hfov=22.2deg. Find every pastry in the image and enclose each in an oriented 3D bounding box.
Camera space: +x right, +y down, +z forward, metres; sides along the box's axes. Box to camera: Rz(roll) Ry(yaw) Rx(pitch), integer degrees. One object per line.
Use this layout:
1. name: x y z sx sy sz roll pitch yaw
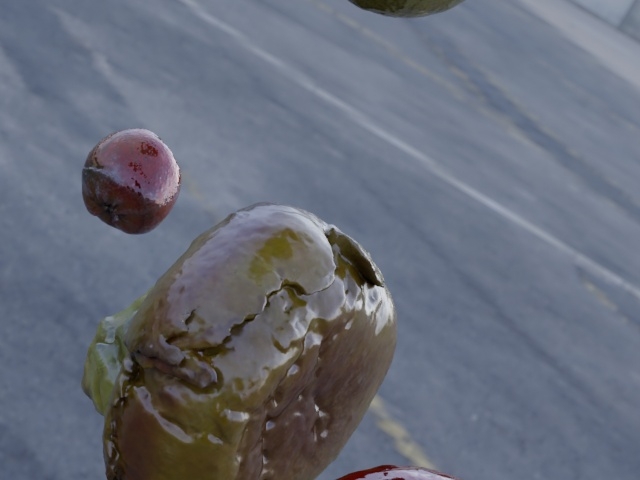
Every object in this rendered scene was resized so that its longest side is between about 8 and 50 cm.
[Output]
1. pastry: -0.061 0.126 1.512 0.164 0.356 0.356 25 10 24

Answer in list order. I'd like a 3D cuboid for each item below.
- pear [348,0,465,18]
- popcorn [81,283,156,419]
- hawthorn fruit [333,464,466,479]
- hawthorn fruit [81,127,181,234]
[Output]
1. pear: 0.079 -0.309 1.346 0.188 0.211 0.228 -1 50 -15
2. popcorn: -0.128 0.129 1.859 0.215 0.286 0.252 52 -2 -37
3. hawthorn fruit: 0.059 0.275 1.073 0.287 0.330 0.287 13 54 -19
4. hawthorn fruit: -0.309 -0.101 2.688 0.173 0.173 0.173 28 13 -7
